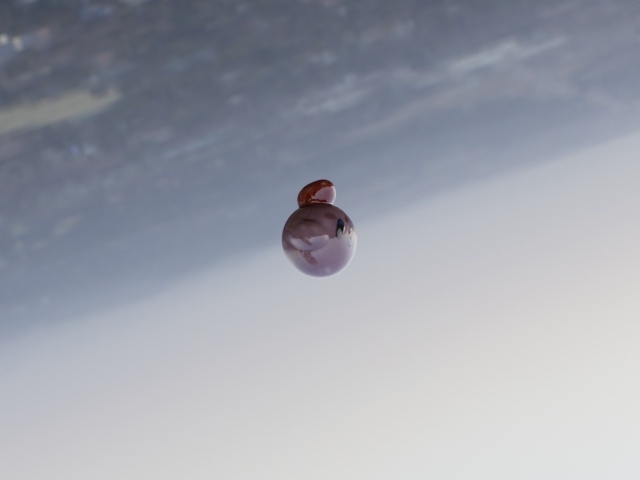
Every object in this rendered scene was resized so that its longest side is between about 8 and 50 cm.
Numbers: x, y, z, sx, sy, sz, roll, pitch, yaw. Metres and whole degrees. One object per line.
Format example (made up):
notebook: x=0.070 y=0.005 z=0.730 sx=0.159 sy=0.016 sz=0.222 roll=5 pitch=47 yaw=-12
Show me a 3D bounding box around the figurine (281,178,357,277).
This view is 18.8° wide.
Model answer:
figurine: x=0.000 y=0.000 z=1.721 sx=0.067 sy=0.071 sz=0.083 roll=-23 pitch=138 yaw=17
